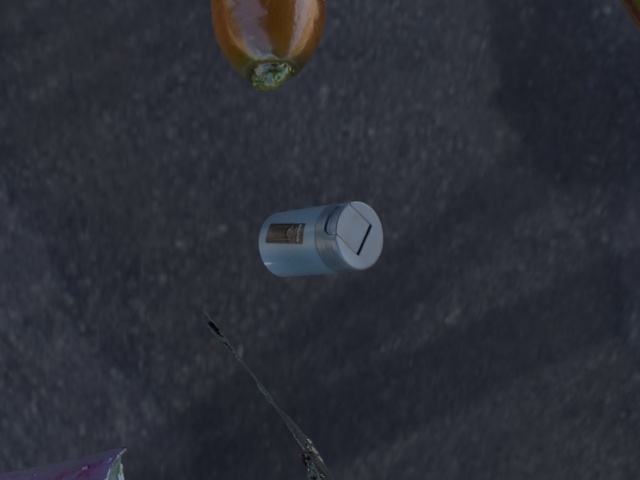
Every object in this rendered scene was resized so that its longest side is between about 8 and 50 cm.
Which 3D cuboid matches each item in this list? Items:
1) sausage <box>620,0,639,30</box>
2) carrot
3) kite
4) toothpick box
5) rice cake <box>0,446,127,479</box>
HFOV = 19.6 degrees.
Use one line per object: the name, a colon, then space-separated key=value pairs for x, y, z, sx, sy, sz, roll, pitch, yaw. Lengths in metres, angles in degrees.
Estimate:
sausage: x=0.236 y=-0.215 z=1.272 sx=0.125 sy=0.317 sz=0.117 roll=-24 pitch=21 yaw=26
carrot: x=-0.023 y=-0.194 z=0.991 sx=0.066 sy=0.062 sz=0.271 roll=-19 pitch=52 yaw=31
kite: x=-0.006 y=0.132 z=1.089 sx=0.012 sy=0.250 sz=0.229 roll=-37 pitch=95 yaw=-2
toothpick box: x=0.000 y=0.000 z=1.368 sx=0.052 sy=0.083 sz=0.052 roll=7 pitch=80 yaw=-44
rice cake: x=-0.272 y=0.204 z=1.317 sx=0.290 sy=0.051 sz=0.081 roll=-14 pitch=21 yaw=12
